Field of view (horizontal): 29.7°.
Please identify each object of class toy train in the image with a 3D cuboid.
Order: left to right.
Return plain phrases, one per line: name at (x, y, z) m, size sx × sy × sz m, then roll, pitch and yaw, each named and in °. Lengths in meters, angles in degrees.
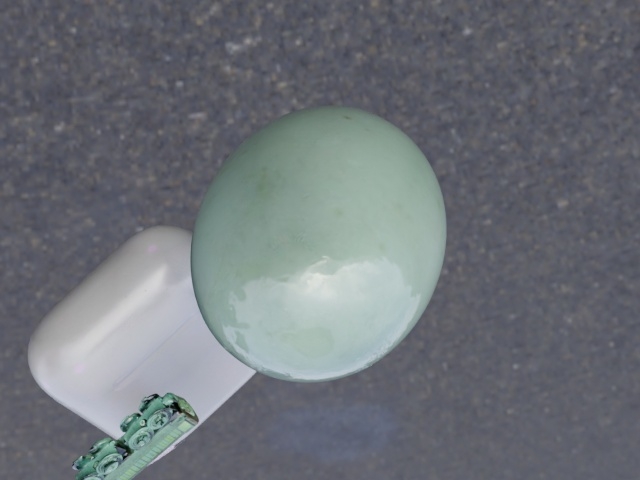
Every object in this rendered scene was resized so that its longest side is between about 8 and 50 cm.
toy train at (-0.196, 0.214, 1.250) m, size 0.148 × 0.038 × 0.071 m, roll -40°, pitch 148°, yaw 4°

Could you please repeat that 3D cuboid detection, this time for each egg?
egg at (0.000, 0.000, 1.342) m, size 0.276 × 0.389 × 0.276 m, roll 6°, pitch 119°, yaw 12°

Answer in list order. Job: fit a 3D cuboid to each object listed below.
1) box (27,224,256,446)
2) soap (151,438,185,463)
box at (-0.226, 0.144, 1.683) m, size 0.289 × 0.141 × 0.349 m, roll -42°, pitch 146°, yaw -3°
soap at (-0.288, 0.347, 2.072) m, size 0.100 × 0.056 × 0.149 m, roll -31°, pitch 178°, yaw 3°
